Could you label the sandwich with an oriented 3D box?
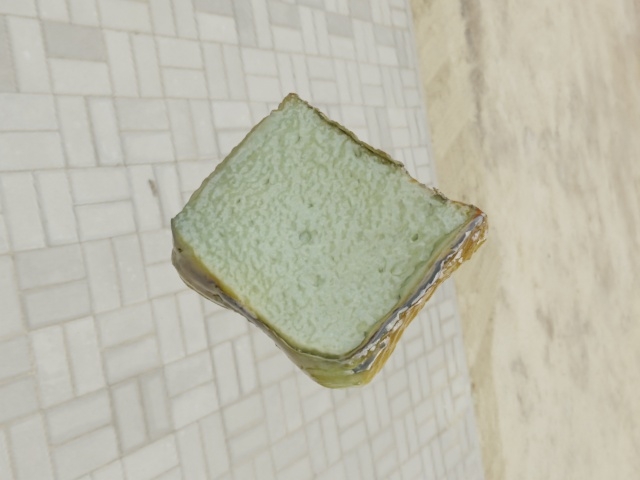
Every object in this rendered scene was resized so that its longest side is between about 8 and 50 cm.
[{"bbox_3d":[0.000,0.000,0.680,0.226,0.251,0.087,-49,156,-16],"label":"sandwich"}]
